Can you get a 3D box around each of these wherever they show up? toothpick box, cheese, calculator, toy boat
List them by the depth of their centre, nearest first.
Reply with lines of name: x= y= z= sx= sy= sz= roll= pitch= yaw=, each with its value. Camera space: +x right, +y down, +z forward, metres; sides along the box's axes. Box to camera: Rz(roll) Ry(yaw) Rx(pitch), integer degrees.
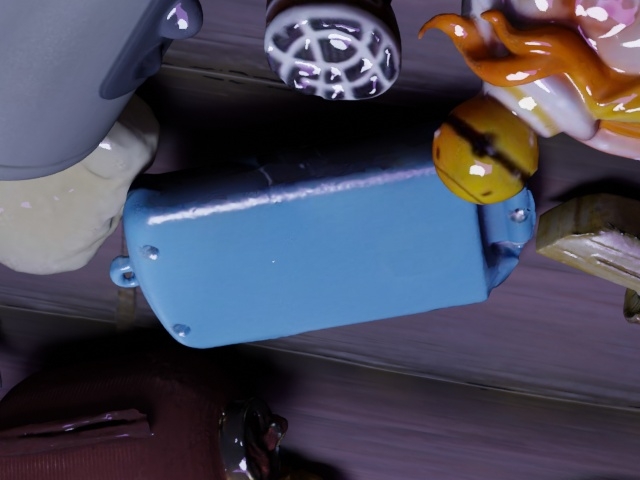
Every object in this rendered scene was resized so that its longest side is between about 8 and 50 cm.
toothpick box: x=-0.141 y=-0.196 z=0.949 sx=0.229 sy=0.229 sz=0.316 roll=30 pitch=129 yaw=-13
cheese: x=-0.246 y=-0.085 z=1.152 sx=0.263 sy=0.093 sz=0.159 roll=26 pitch=127 yaw=-9
calculator: x=0.000 y=0.000 z=1.152 sx=0.293 sy=0.051 sz=0.173 roll=-10 pitch=141 yaw=4
toy boat: x=0.253 y=0.032 z=1.157 sx=0.226 sy=0.068 sz=0.088 roll=19 pitch=138 yaw=-5

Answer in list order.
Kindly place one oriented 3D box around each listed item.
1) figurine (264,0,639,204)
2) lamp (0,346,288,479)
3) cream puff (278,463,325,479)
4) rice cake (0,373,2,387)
figurine: x=0.154 y=-0.165 z=0.925 sx=0.323 sy=0.196 sz=0.320 roll=20 pitch=92 yaw=9
lamp: x=-0.151 y=0.170 z=1.292 sx=0.258 sy=0.180 sz=0.180 roll=-12 pitch=126 yaw=23
cream puff: x=-0.039 y=0.235 z=1.377 sx=0.116 sy=0.094 sz=0.122 roll=-2 pitch=158 yaw=-45
rice cake: x=-0.353 y=-0.021 z=1.251 sx=0.072 sy=0.056 sz=0.365 roll=-22 pitch=122 yaw=21
